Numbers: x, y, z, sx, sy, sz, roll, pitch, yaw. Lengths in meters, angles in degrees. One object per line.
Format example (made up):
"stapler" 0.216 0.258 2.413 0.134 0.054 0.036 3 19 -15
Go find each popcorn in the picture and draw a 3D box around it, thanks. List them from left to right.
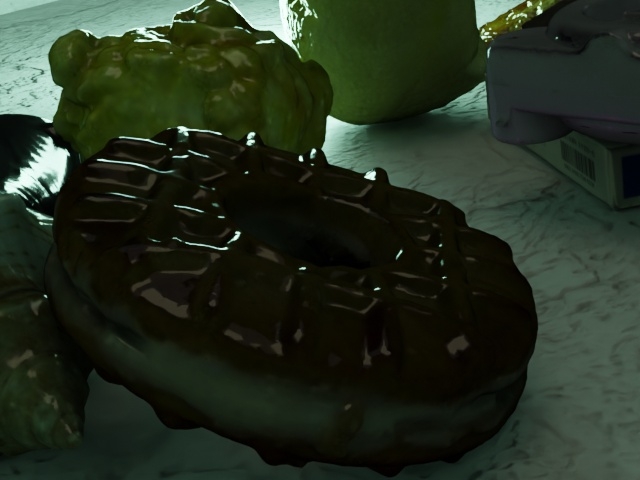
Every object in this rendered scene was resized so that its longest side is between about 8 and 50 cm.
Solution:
"popcorn" -0.135 -0.133 1.177 0.250 0.235 0.242 22 4 18

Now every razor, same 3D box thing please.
"razor" -0.348 -0.032 1.143 0.204 0.114 0.349 -6 20 1

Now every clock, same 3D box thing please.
"clock" 0.341 -0.163 1.054 0.295 0.113 0.322 13 28 43

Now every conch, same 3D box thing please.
"conch" -0.233 0.037 0.831 0.169 0.203 0.386 -42 39 7

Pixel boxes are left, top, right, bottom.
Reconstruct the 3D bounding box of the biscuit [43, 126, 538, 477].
"biscuit" -0.015 0.025 0.753 0.332 0.103 0.332 14 24 -6

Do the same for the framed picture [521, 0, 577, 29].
"framed picture" 0.294 -0.240 1.214 0.168 0.023 0.128 -30 -16 10

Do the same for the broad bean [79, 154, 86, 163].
"broad bean" -0.255 -0.129 1.435 0.077 0.061 0.339 -21 21 -1

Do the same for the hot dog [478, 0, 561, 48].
"hot dog" 0.333 -0.285 1.551 0.259 0.114 0.175 -28 19 25

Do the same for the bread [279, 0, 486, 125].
"bread" 0.069 -0.295 1.414 0.237 0.321 0.320 -17 22 -5

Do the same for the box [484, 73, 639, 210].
"box" 0.320 -0.128 1.215 0.200 0.065 0.343 -10 21 -8
